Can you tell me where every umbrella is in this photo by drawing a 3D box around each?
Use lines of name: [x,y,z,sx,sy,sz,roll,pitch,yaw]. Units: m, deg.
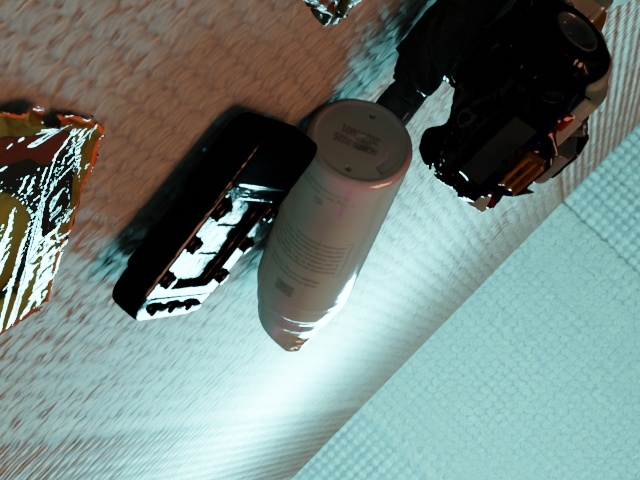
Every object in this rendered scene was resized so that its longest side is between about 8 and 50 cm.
umbrella: [0.116,-0.191,1.040,0.236,0.059,0.066,-53,180,26]

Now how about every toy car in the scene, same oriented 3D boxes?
toy car: [0.183,-0.151,1.069,0.193,0.118,0.301,-46,-159,40]

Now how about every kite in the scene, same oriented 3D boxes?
kite: [-0.258,0.041,0.719,0.327,0.013,0.377,-46,167,6]

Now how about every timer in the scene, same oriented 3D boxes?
timer: [-0.088,-0.020,0.967,0.187,0.055,0.144,-52,168,10]

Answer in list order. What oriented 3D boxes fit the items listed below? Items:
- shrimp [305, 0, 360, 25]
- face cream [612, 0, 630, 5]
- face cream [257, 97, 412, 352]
shrimp: [-0.005,-0.189,0.709,0.154,0.062,0.294,-32,163,-2]
face cream: [0.300,-0.317,1.132,0.314,0.089,0.143,75,18,-78]
face cream: [0.000,0.000,1.177,0.102,0.102,0.345,-38,165,-29]
